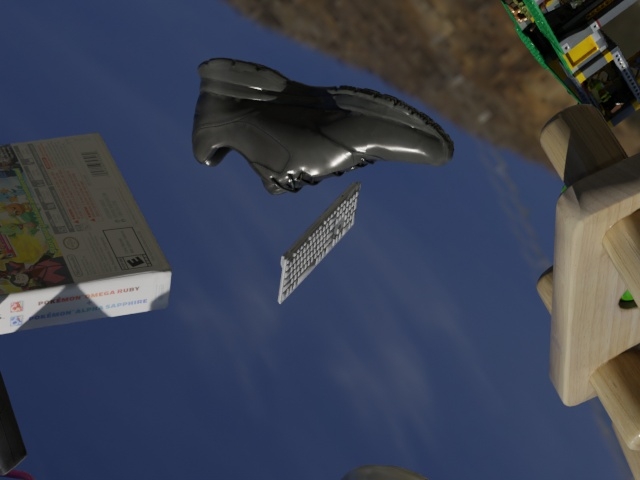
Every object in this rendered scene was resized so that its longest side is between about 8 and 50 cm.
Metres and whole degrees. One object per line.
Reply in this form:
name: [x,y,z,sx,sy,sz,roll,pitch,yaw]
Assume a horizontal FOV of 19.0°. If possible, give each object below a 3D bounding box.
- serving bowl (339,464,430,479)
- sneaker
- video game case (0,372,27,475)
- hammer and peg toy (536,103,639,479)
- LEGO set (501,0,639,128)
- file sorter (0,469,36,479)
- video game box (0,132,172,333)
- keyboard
serving bowl: [0.052,0.162,1.213,0.083,0.083,0.027,35,-113,-35]
sneaker: [-0.002,-0.103,1.982,0.286,0.130,0.109,13,178,19]
video game case: [-0.350,0.037,1.383,0.035,0.248,0.275,-42,-56,-48]
hammer and peg toy: [0.256,0.009,1.121,0.361,0.266,0.127,77,168,-63]
LEGO set: [0.289,-0.284,1.971,0.331,0.192,0.255,52,-177,-37]
file sorter: [-0.376,0.232,1.627,0.290,0.202,0.182,52,-129,-40]
video game box: [-0.241,-0.007,1.550,0.187,0.048,0.205,-6,-142,-23]
keyboard: [0.000,0.000,2.603,0.014,0.072,0.256,14,-150,20]
